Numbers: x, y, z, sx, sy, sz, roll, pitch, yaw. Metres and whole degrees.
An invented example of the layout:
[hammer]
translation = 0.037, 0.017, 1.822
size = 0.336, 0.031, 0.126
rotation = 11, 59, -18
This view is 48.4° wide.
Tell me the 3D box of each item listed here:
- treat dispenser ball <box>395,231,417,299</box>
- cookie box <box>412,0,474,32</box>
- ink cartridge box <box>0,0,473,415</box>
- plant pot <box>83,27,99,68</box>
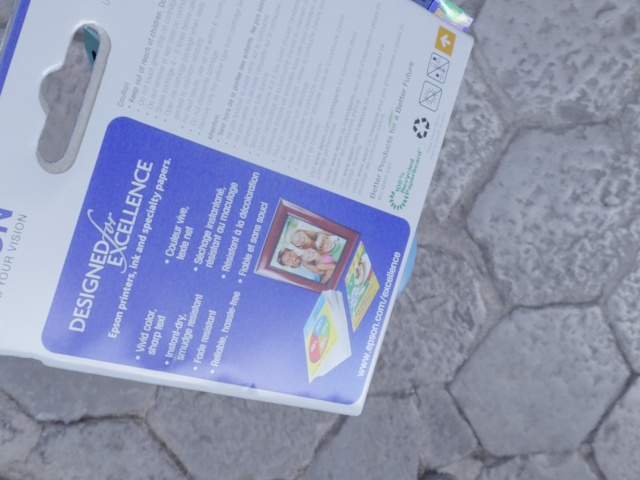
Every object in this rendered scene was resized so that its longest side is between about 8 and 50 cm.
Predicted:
[treat dispenser ball]
translation = 0.000, 0.000, 1.070
size = 0.288, 0.288, 0.288
rotation = -4, 112, -10
[cookie box]
translation = 0.146, -0.280, 0.976
size = 0.092, 0.040, 0.107
rotation = 13, 118, -46
[ink cartridge box]
translation = -0.061, -0.055, 0.474
size = 0.307, 0.072, 0.304
rotation = 18, 89, -31
[plant pot]
translation = -0.239, -0.394, 1.350
size = 0.334, 0.341, 0.341
rotation = -41, 124, -44
